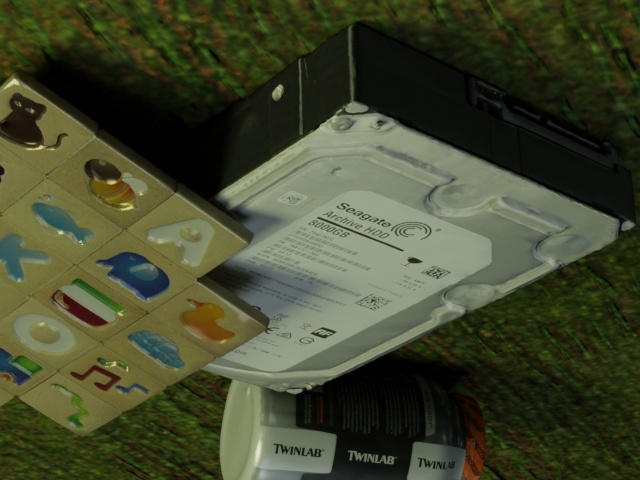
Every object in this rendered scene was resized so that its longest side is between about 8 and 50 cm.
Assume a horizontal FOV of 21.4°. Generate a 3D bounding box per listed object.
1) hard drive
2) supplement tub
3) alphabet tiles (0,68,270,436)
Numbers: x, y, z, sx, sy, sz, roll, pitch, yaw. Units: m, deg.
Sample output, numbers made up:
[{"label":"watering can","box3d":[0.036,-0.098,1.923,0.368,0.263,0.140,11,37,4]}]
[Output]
[{"label":"hard drive","box3d":[0.000,0.000,1.092,0.237,0.064,0.339,21,144,-36]},{"label":"supplement tub","box3d":[0.025,0.156,1.327,0.190,0.117,0.117,8,151,-16]},{"label":"alphabet tiles","box3d":[-0.207,0.018,1.079,0.285,0.011,0.342,36,139,-21]}]
